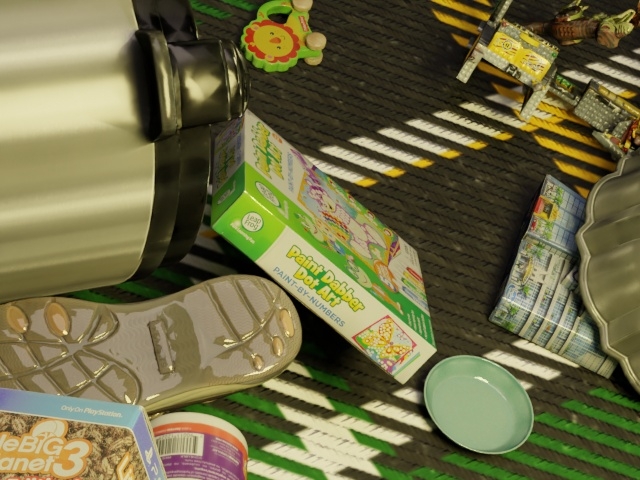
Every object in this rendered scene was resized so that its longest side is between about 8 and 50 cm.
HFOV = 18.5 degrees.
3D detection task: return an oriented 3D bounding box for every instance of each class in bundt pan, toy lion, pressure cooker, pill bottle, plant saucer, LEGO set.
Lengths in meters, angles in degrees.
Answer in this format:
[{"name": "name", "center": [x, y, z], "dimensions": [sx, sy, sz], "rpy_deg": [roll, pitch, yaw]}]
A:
[{"name": "bundt pan", "center": [0.441, 0.031, 2.099], "dimensions": [0.331, 0.124, 0.330], "rpy_deg": [13, 63, -27]}, {"name": "toy lion", "center": [-0.048, -0.235, 2.249], "dimensions": [0.096, 0.034, 0.100], "rpy_deg": [-5, 54, -17]}, {"name": "pressure cooker", "center": [-0.282, -0.123, 1.819], "dimensions": [0.420, 0.375, 0.370], "rpy_deg": [-9, 47, -23]}, {"name": "pill bottle", "center": [-0.121, 0.259, 1.746], "dimensions": [0.108, 0.108, 0.193], "rpy_deg": [13, 49, -13]}, {"name": "plant saucer", "center": [0.158, 0.171, 1.998], "dimensions": [0.119, 0.021, 0.119], "rpy_deg": [11, 49, -14]}, {"name": "LEGO set", "center": [0.311, -0.217, 2.228], "dimensions": [0.331, 0.255, 0.192], "rpy_deg": [39, 20, -4]}]

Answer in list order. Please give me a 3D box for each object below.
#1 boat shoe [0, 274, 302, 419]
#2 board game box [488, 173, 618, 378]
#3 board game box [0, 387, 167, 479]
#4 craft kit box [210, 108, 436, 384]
[{"name": "boat shoe", "center": [-0.195, 0.124, 1.818], "dimensions": [0.355, 0.130, 0.132], "rpy_deg": [-6, 70, -11]}, {"name": "board game box", "center": [0.301, 0.047, 2.138], "dimensions": [0.194, 0.060, 0.194], "rpy_deg": [25, 47, -1]}, {"name": "board game box", "center": [-0.282, 0.270, 1.586], "dimensions": [0.232, 0.141, 0.291], "rpy_deg": [5, 43, 19]}, {"name": "craft kit box", "center": [0.000, 0.000, 1.930], "dimensions": [0.247, 0.061, 0.250], "rpy_deg": [37, 16, -16]}]
